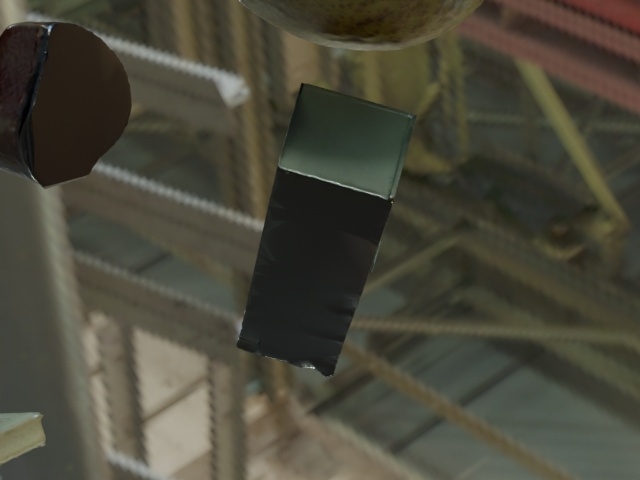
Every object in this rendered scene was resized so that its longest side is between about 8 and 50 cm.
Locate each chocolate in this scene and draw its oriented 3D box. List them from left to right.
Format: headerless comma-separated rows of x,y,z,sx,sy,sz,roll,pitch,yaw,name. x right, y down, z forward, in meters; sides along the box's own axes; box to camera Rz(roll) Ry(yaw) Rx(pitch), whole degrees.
-0.226,-0.112,1.544,0.080,0.148,0.125,3,-51,30,chocolate

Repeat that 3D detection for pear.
0.022,-0.236,1.320,0.228,0.188,0.211,40,-34,-24,pear

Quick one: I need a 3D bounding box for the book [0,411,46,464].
-0.267,0.116,0.924,0.242,0.170,0.018,-4,-77,44,book

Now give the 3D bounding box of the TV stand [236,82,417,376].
0.000,0.000,1.468,0.088,0.082,0.269,15,-31,0,TV stand
